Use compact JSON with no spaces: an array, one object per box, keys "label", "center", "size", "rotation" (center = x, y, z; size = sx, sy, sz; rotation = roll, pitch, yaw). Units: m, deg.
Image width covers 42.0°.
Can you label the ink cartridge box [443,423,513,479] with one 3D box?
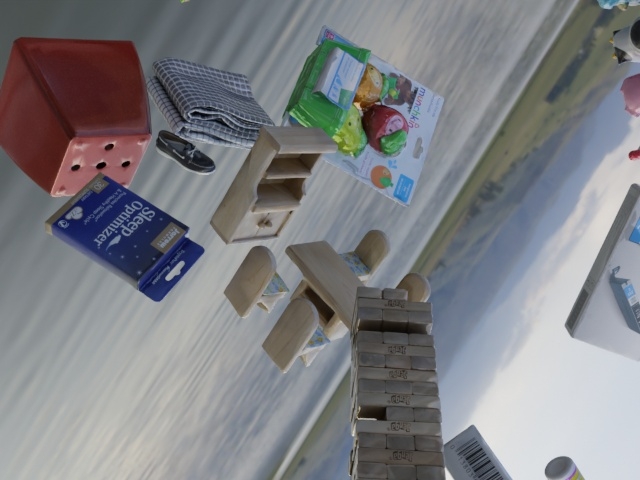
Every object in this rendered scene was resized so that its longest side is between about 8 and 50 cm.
[{"label":"ink cartridge box","center":[0.350,0.506,1.520],"size":[0.091,0.308,0.385],"rotation":[-36,157,2]}]

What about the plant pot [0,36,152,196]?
[{"label":"plant pot","center":[-0.500,-0.241,1.746],"size":[0.267,0.236,0.267],"rotation":[-10,148,-41]}]

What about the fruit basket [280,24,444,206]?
[{"label":"fruit basket","center":[0.109,-0.294,1.912],"size":[0.165,0.353,0.327],"rotation":[-41,-155,63]}]

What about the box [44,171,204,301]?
[{"label":"box","center":[-0.313,-0.008,1.353],"size":[0.136,0.225,0.036],"rotation":[-52,169,-36]}]

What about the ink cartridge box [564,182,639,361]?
[{"label":"ink cartridge box","center":[0.622,0.079,1.497],"size":[0.066,0.261,0.296],"rotation":[-85,-165,-74]}]

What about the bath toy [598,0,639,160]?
[{"label":"bath toy","center":[0.585,-0.284,1.476],"size":[0.151,0.129,0.348],"rotation":[-1,79,-74]}]

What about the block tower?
[{"label":"block tower","center":[0.077,0.201,0.887],"size":[0.335,0.090,0.097],"rotation":[-87,-179,-45]}]

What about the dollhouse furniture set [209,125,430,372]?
[{"label":"dollhouse furniture set","center":[0.000,0.000,1.610],"size":[0.362,0.394,0.256],"rotation":[-8,139,-49]}]

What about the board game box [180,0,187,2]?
[{"label":"board game box","center":[-0.338,-0.657,1.799],"size":[0.124,0.259,0.039],"rotation":[-39,-179,33]}]

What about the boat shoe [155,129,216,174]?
[{"label":"boat shoe","center":[-0.243,-0.161,1.510],"size":[0.046,0.125,0.038],"rotation":[-44,158,-46]}]

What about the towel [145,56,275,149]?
[{"label":"towel","center":[-0.263,-0.334,2.050],"size":[0.283,0.235,0.121],"rotation":[7,123,-41]}]

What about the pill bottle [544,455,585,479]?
[{"label":"pill bottle","center":[0.341,0.336,1.130],"size":[0.043,0.083,0.043],"rotation":[-32,-163,11]}]
